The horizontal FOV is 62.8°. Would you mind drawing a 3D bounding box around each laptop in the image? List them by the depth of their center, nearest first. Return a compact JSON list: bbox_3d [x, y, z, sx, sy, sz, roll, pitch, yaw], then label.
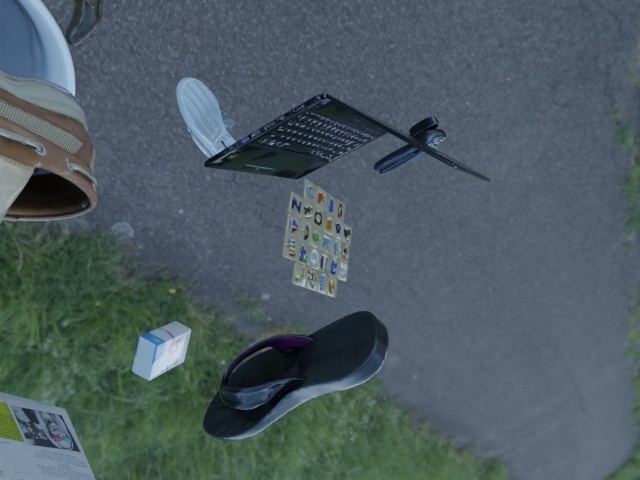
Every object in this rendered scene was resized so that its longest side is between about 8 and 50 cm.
[{"bbox_3d":[0.043,-0.087,0.653,0.265,0.136,0.234,-24,171,24],"label":"laptop"}]

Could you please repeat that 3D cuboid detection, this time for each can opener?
[{"bbox_3d":[0.208,-0.209,1.226,0.186,0.073,0.059,-35,142,30],"label":"can opener"}]

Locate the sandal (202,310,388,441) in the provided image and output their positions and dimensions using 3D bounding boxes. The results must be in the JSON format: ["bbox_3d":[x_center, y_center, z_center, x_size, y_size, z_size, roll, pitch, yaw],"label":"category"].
[{"bbox_3d":[-0.080,0.236,0.974,0.446,0.167,0.107,-33,122,27],"label":"sandal"}]

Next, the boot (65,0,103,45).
[{"bbox_3d":[-0.569,-0.578,1.239,0.219,0.082,0.106,-68,156,-10],"label":"boot"}]

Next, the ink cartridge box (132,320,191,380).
[{"bbox_3d":[-0.350,0.242,1.167,0.122,0.052,0.088,-21,130,-67],"label":"ink cartridge box"}]

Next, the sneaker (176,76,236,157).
[{"bbox_3d":[-0.281,-0.271,1.242,0.094,0.091,0.258,-53,144,-25],"label":"sneaker"}]

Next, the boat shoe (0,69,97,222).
[{"bbox_3d":[-0.254,-0.058,0.353,0.123,0.116,0.324,-24,-179,14],"label":"boat shoe"}]

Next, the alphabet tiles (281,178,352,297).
[{"bbox_3d":[0.000,0.000,1.454,0.011,0.284,0.343,-2,164,30],"label":"alphabet tiles"}]

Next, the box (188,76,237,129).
[{"bbox_3d":[-0.419,-0.510,1.984,0.059,0.183,0.232,-42,-178,8],"label":"box"}]

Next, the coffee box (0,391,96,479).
[{"bbox_3d":[-0.681,0.512,0.982,0.337,0.334,0.338,-49,139,-5],"label":"coffee box"}]

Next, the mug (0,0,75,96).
[{"bbox_3d":[-0.493,-0.211,0.671,0.276,0.328,0.373,-22,135,-29],"label":"mug"}]
